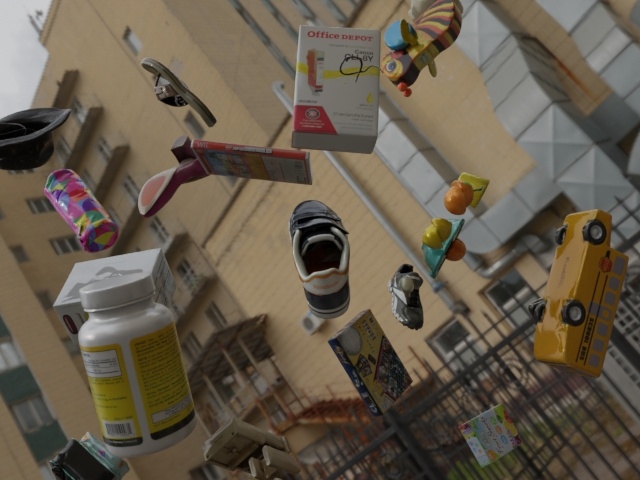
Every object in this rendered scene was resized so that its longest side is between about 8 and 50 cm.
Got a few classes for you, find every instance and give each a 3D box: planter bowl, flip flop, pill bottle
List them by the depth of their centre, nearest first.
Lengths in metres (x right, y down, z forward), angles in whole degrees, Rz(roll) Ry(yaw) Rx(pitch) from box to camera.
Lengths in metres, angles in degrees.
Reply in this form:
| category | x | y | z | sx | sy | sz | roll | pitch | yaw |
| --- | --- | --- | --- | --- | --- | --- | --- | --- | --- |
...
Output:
| category | x | y | z | sx | sy | sz | roll | pitch | yaw |
| --- | --- | --- | --- | --- | --- | --- | --- | --- | --- |
| pill bottle | -0.373 | 0.242 | 1.318 | 0.188 | 0.334 | 0.188 | -11 | 8 | 1 |
| flip flop | -0.382 | -0.380 | 1.717 | 0.080 | 0.277 | 0.112 | -46 | -13 | 3 |
| planter bowl | 0.333 | -0.697 | 1.969 | 0.162 | 0.162 | 0.109 | -17 | -22 | -48 |

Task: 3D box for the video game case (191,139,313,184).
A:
| category | x | y | z | sx | sy | sz | roll | pitch | yaw |
| --- | --- | --- | --- | --- | --- | --- | --- | --- | --- |
| video game case | -0.164 | -0.194 | 1.652 | 0.285 | 0.025 | 0.204 | 6 | -12 | 3 |

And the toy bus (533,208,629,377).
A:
| category | x | y | z | sx | sy | sz | roll | pitch | yaw |
| --- | --- | --- | --- | --- | --- | --- | --- | --- | --- |
| toy bus | 0.552 | 0.108 | 1.385 | 0.108 | 0.130 | 0.333 | 159 | 131 | -72 |

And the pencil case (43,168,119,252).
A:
| category | x | y | z | sx | sy | sz | roll | pitch | yaw |
| --- | --- | --- | --- | --- | --- | --- | --- | --- | --- |
| pencil case | -0.590 | -0.073 | 1.613 | 0.104 | 0.236 | 0.104 | -33 | -29 | -21 |

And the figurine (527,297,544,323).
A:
| category | x | y | z | sx | sy | sz | roll | pitch | yaw |
| --- | --- | --- | --- | --- | --- | --- | --- | --- | --- |
| figurine | 0.709 | 0.242 | 1.876 | 0.215 | 0.209 | 0.092 | -20 | -6 | -44 |

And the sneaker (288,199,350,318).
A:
| category | x | y | z | sx | sy | sz | roll | pitch | yaw |
| --- | --- | --- | --- | --- | --- | --- | --- | --- | --- |
| sneaker | 0.000 | 0.000 | 1.352 | 0.126 | 0.321 | 0.127 | -12 | -46 | -3 |

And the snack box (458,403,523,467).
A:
| category | x | y | z | sx | sy | sz | roll | pitch | yaw |
| --- | --- | --- | --- | --- | --- | --- | --- | --- | --- |
| snack box | 0.390 | 0.443 | 1.495 | 0.141 | 0.100 | 0.037 | -9 | -28 | -43 |

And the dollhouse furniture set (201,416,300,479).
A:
| category | x | y | z | sx | sy | sz | roll | pitch | yaw |
| --- | --- | --- | --- | --- | --- | --- | --- | --- | --- |
| dollhouse furniture set | -0.125 | 0.499 | 1.313 | 0.212 | 0.242 | 0.161 | -44 | -51 | 13 |

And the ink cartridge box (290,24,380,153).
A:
| category | x | y | z | sx | sy | sz | roll | pitch | yaw |
| --- | --- | --- | --- | --- | --- | --- | --- | --- | --- |
| ink cartridge box | 0.052 | -0.502 | 2.178 | 0.279 | 0.385 | 0.160 | 3 | -14 | -2 |

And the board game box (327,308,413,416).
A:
| category | x | y | z | sx | sy | sz | roll | pitch | yaw |
| --- | --- | --- | --- | --- | --- | --- | --- | --- | --- |
| board game box | 0.140 | 0.332 | 1.794 | 0.042 | 0.243 | 0.165 | -27 | 5 | 46 |

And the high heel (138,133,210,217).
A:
| category | x | y | z | sx | sy | sz | roll | pitch | yaw |
| --- | --- | --- | --- | --- | --- | --- | --- | --- | --- |
| high heel | -0.465 | -0.173 | 2.170 | 0.127 | 0.181 | 0.377 | -6 | 44 | 31 |

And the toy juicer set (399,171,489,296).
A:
| category | x | y | z | sx | sy | sz | roll | pitch | yaw |
| --- | --- | --- | --- | --- | --- | --- | --- | --- | --- |
| toy juicer set | 0.259 | 0.017 | 1.384 | 0.329 | 0.089 | 0.209 | -64 | -14 | 16 |

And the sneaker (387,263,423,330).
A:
| category | x | y | z | sx | sy | sz | roll | pitch | yaw |
| --- | --- | --- | --- | --- | --- | --- | --- | --- | --- |
| sneaker | 0.237 | 0.141 | 1.769 | 0.078 | 0.234 | 0.106 | 13 | -61 | -13 |

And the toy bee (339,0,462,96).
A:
| category | x | y | z | sx | sy | sz | roll | pitch | yaw |
| --- | --- | --- | --- | --- | --- | --- | --- | --- | --- |
| toy bee | 0.211 | -0.418 | 1.530 | 0.195 | 0.162 | 0.298 | 6 | -36 | -39 |

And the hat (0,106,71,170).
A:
| category | x | y | z | sx | sy | sz | roll | pitch | yaw |
| --- | --- | --- | --- | --- | --- | --- | --- | --- | --- |
| hat | -0.874 | -0.283 | 1.942 | 0.331 | 0.331 | 0.134 | -28 | -58 | -26 |

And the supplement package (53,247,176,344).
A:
| category | x | y | z | sx | sy | sz | roll | pitch | yaw |
| --- | --- | --- | --- | --- | --- | --- | --- | --- | --- |
| supplement package | -0.562 | 0.154 | 1.825 | 0.261 | 0.204 | 0.145 | -11 | -57 | 7 |

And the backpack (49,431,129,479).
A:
| category | x | y | z | sx | sy | sz | roll | pitch | yaw |
| --- | --- | --- | --- | --- | --- | --- | --- | --- | --- |
| backpack | -0.562 | 0.579 | 1.622 | 0.144 | 0.166 | 0.188 | -46 | -24 | -40 |
